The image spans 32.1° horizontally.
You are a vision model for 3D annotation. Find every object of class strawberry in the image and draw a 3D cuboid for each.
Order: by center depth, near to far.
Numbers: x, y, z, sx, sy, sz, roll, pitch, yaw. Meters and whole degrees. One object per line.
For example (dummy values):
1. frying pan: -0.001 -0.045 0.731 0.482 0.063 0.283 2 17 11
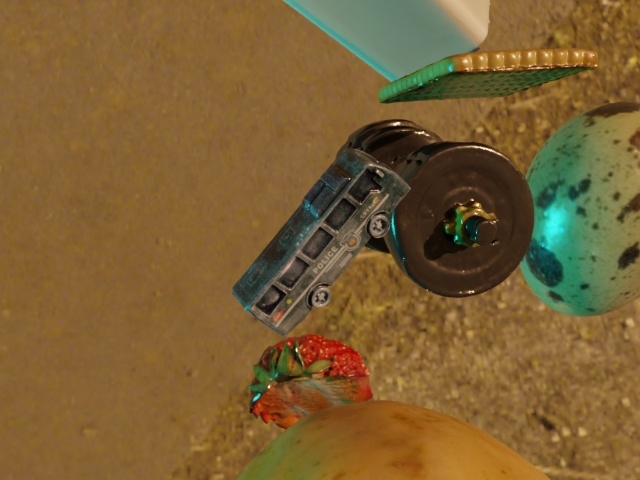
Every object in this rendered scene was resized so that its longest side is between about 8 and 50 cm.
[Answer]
1. strawberry: -0.005 0.164 1.268 0.146 0.082 0.187 -10 144 17

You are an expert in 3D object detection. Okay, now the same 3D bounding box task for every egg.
1. egg: 0.469 -0.047 1.843 0.287 0.287 0.379 17 110 -23

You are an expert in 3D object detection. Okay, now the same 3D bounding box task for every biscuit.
1. biscuit: 0.176 -0.182 1.228 0.172 0.029 0.254 -5 -178 -15

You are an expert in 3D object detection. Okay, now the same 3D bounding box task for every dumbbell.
1. dumbbell: 0.129 -0.050 1.396 0.185 0.388 0.185 -3 103 -16

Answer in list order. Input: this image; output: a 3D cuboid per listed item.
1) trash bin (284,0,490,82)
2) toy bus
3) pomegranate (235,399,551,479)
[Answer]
1. trash bin: 0.069 -0.399 1.614 0.256 0.296 0.367 -28 127 35
2. toy bus: 0.000 0.000 0.917 0.166 0.047 0.065 -51 128 2
3. pomegranate: 0.063 0.283 0.726 0.342 0.342 0.342 -3 138 -2
